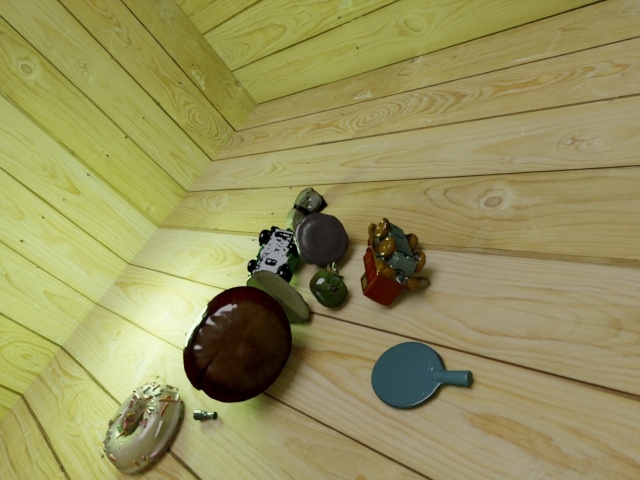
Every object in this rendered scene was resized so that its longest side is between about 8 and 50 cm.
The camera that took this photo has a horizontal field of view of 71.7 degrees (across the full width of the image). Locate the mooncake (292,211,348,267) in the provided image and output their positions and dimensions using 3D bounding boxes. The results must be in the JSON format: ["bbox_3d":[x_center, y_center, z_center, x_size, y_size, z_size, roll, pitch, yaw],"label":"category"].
[{"bbox_3d":[0.000,0.000,1.910,0.245,0.245,0.133,-50,-2,-12],"label":"mooncake"}]

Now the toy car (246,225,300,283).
[{"bbox_3d":[-0.181,0.071,2.054,0.213,0.176,0.359,10,65,24],"label":"toy car"}]

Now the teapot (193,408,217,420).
[{"bbox_3d":[-0.453,0.693,1.754,0.110,0.043,0.043,-11,44,32],"label":"teapot"}]

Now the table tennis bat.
[{"bbox_3d":[0.293,0.403,1.328,0.329,0.044,0.215,-10,44,41],"label":"table tennis bat"}]

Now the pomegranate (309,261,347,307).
[{"bbox_3d":[0.041,0.173,1.758,0.131,0.152,0.191,-28,15,30],"label":"pomegranate"}]

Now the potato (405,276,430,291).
[{"bbox_3d":[0.339,0.150,1.559,0.092,0.045,0.046,-26,72,27],"label":"potato"}]

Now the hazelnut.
[{"bbox_3d":[-0.291,0.388,1.654,0.402,0.402,0.429,4,70,47],"label":"hazelnut"}]

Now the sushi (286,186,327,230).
[{"bbox_3d":[-0.107,-0.159,2.291,0.273,0.109,0.134,-42,33,0],"label":"sushi"}]

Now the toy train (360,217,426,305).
[{"bbox_3d":[0.244,0.079,1.606,0.232,0.163,0.369,-55,17,24],"label":"toy train"}]

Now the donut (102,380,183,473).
[{"bbox_3d":[-0.754,0.775,1.871,0.382,0.142,0.383,-25,38,21],"label":"donut"}]

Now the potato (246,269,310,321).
[{"bbox_3d":[-0.185,0.207,1.815,0.269,0.255,0.112,-7,35,40],"label":"potato"}]
